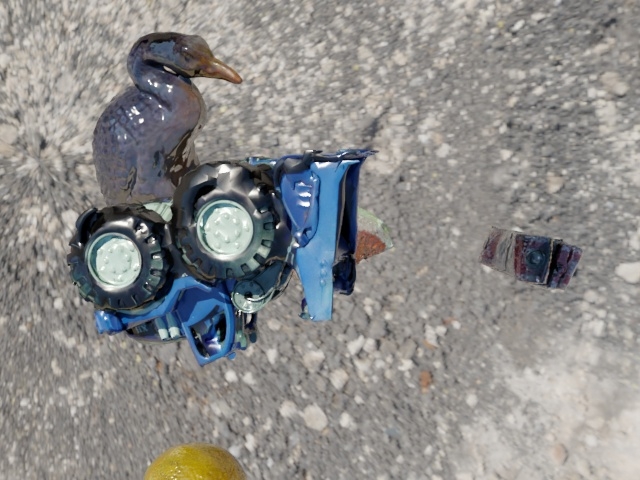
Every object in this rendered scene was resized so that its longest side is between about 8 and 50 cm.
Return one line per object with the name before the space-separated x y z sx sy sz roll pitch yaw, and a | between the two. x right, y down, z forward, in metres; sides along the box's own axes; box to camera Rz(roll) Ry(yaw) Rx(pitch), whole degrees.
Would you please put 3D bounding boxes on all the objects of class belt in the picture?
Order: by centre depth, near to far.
belt | 0.212 0.017 0.942 0.071 0.232 0.053 22 92 2

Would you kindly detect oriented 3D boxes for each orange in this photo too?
orange | -0.106 0.209 0.765 0.085 0.095 0.085 -4 95 -44

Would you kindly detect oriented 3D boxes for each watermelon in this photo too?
watermelon | 0.000 0.000 1.047 0.187 0.139 0.071 2 125 -6

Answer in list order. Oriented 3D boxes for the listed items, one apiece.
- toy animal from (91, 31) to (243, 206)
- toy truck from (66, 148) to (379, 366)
toy animal | -0.166 -0.088 1.007 0.185 0.298 0.122 36 46 -5
toy truck | -0.051 0.008 0.618 0.208 0.113 0.126 -21 92 13
